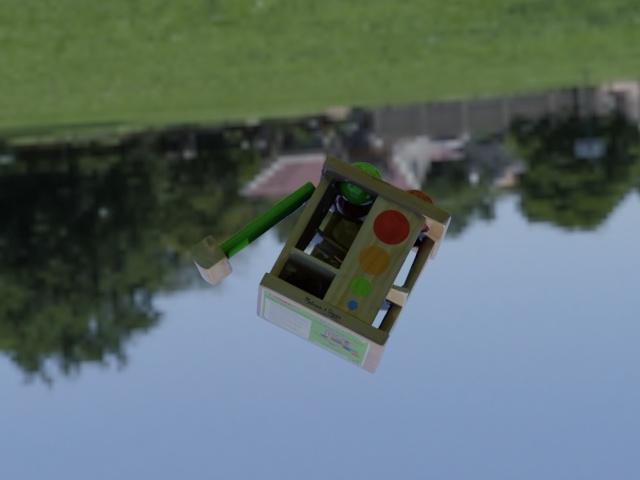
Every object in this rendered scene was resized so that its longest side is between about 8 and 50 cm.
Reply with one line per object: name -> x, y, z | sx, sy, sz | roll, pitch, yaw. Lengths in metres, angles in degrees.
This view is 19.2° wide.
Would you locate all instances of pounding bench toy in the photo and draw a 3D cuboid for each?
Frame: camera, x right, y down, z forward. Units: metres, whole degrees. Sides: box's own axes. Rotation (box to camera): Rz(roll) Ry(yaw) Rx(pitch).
pounding bench toy -> 0.000, 0.000, 0.727 | 0.083, 0.065, 0.052 | 26, 165, 5
